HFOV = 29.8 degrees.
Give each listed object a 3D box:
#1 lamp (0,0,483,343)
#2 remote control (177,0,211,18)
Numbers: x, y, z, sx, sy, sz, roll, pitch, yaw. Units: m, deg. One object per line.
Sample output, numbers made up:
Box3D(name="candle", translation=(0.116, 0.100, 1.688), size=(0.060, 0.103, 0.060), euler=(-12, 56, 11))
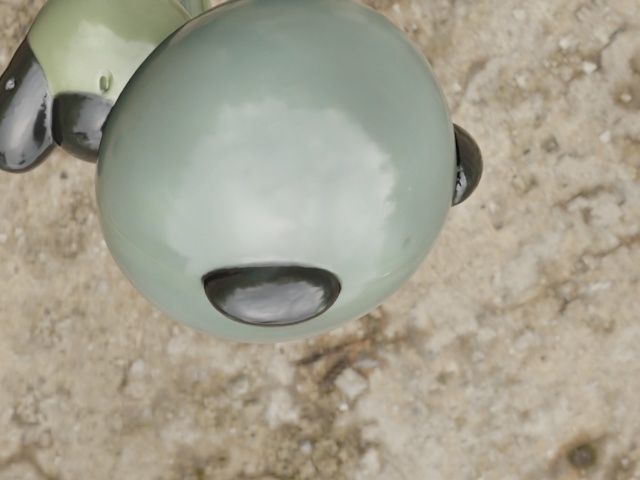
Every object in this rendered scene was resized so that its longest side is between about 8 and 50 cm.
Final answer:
Box3D(name="lamp", translation=(-0.047, -0.052, 0.629), size=(0.198, 0.244, 0.198), euler=(-42, 148, -34))
Box3D(name="remote control", translation=(-0.188, -0.289, 1.598), size=(0.098, 0.233, 0.038), euler=(-33, 124, 13))
